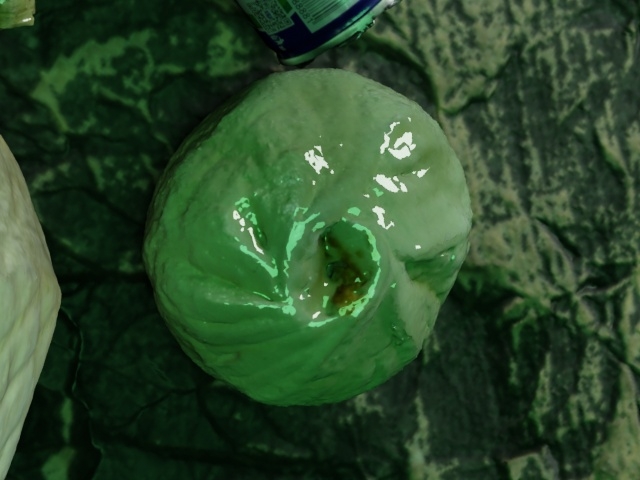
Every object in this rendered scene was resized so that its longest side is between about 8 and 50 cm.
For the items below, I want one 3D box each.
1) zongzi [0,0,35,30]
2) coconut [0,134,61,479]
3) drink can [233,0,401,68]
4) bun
[{"bbox_3d":[-0.235,-0.118,0.833,0.176,0.160,0.078,-21,111,-15],"label":"zongzi"},{"bbox_3d":[-0.287,0.060,0.791,0.329,0.329,0.329,-4,102,-17],"label":"coconut"},{"bbox_3d":[-0.052,-0.210,0.910,0.097,0.097,0.235,-41,109,-7],"label":"drink can"},{"bbox_3d":[0.000,0.000,0.957,0.195,0.118,0.195,-2,98,-18],"label":"bun"}]
